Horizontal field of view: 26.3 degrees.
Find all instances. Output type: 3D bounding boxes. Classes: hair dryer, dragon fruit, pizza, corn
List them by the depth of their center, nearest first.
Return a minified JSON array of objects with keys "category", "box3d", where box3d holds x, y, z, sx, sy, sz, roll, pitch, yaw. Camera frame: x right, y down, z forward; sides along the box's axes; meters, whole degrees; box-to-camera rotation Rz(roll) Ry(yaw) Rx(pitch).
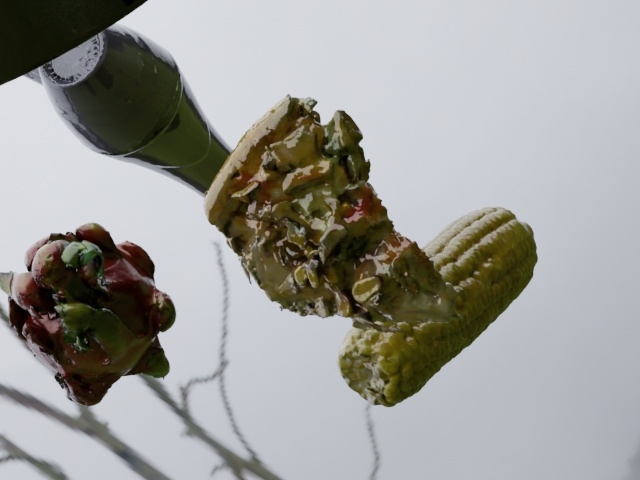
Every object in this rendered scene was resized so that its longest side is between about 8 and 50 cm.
[{"category":"dragon fruit","box3d":[-0.184,0.056,1.066,0.175,0.142,0.138,110,165,-76]},{"category":"pizza","box3d":[0.000,0.000,1.095,0.147,0.226,0.069,-31,0,16]},{"category":"hair dryer","box3d":[-0.262,-0.170,1.408,0.121,0.361,0.301,-59,-28,-6]},{"category":"corn","box3d":[0.138,0.064,1.503,0.363,0.120,0.120,-41,-30,-50]}]

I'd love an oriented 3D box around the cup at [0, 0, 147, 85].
[{"category":"cup","box3d":[-0.162,-0.208,0.722,0.239,0.166,0.177,-50,-60,-41]}]
